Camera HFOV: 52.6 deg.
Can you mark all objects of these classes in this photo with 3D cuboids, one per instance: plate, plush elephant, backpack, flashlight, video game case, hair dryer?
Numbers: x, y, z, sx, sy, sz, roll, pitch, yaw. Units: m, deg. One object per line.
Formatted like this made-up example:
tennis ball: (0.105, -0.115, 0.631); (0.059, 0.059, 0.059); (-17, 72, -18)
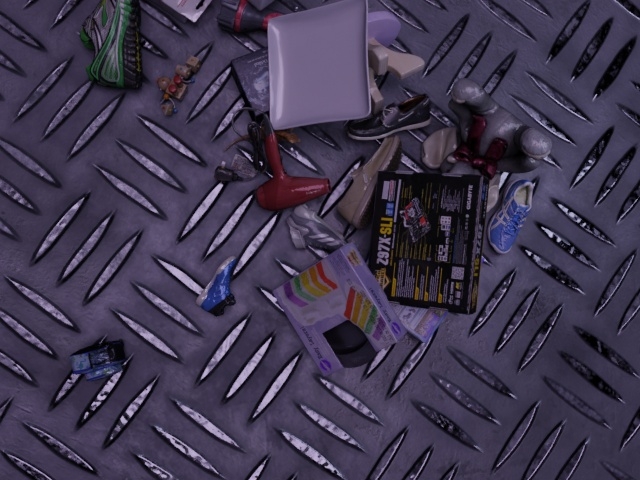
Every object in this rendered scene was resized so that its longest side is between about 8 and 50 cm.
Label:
plate: (0.000, -0.410, 1.535); (0.277, 0.045, 0.277); (-2, 89, 31)
plush elephant: (0.390, -0.214, 1.623); (0.272, 0.330, 0.255); (41, 104, 11)
backpack: (-0.528, 0.288, 1.534); (0.114, 0.105, 0.084); (-13, 85, -2)
flashlight: (-0.107, -0.551, 1.662); (0.304, 0.103, 0.103); (18, 82, -4)
video game case: (0.242, 0.083, 1.659); (0.244, 0.061, 0.269); (37, 83, -1)
hair dryer: (-0.111, -0.172, 1.588); (0.294, 0.080, 0.223); (25, 126, -7)

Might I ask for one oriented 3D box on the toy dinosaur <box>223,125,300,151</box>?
toy dinosaur: (-0.138, -0.273, 1.644); (0.212, 0.112, 0.064); (1, 112, 32)

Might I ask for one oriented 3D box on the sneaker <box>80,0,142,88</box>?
sneaker: (-0.525, -0.550, 1.601); (0.146, 0.134, 0.343); (-2, 85, -6)

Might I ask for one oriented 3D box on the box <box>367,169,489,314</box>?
box: (0.249, 0.000, 1.527); (0.257, 0.079, 0.321); (5, 90, 28)

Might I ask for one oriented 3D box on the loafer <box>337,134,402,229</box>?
loafer: (0.124, -0.160, 1.650); (0.092, 0.102, 0.268); (23, 74, 20)

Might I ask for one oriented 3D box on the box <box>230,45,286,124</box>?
box: (-0.128, -0.402, 1.651); (0.156, 0.093, 0.158); (-24, 89, -8)

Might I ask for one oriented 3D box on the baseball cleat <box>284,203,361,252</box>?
baseball cleat: (0.000, 0.000, 1.647); (0.206, 0.072, 0.109); (41, 95, 3)

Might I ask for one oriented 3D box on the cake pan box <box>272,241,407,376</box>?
cake pan box: (0.044, 0.174, 1.557); (0.246, 0.070, 0.266); (-32, 88, 35)

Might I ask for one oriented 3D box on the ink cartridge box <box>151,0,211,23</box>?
ink cartridge box: (-0.366, -0.636, 1.662); (0.181, 0.061, 0.104); (35, 82, -2)

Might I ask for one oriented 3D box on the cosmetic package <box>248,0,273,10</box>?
cosmetic package: (-0.158, -0.853, 1.534); (0.394, 0.329, 0.327); (41, 63, 0)

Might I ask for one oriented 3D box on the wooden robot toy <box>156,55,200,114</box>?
wooden robot toy: (-0.377, -0.401, 1.638); (0.079, 0.076, 0.173); (26, 82, 8)

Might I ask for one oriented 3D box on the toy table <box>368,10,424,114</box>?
toy table: (0.108, -0.439, 1.623); (0.274, 0.252, 0.160); (-31, 72, 3)

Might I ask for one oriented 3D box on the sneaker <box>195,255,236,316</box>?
sneaker: (-0.233, 0.117, 1.604); (0.085, 0.058, 0.152); (35, 86, 4)

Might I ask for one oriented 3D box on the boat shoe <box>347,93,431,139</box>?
boat shoe: (0.175, -0.320, 1.671); (0.233, 0.079, 0.084); (-17, 42, -11)

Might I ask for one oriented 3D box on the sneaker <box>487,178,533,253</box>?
sneaker: (0.498, -0.067, 1.693); (0.080, 0.081, 0.211); (18, 84, -6)
